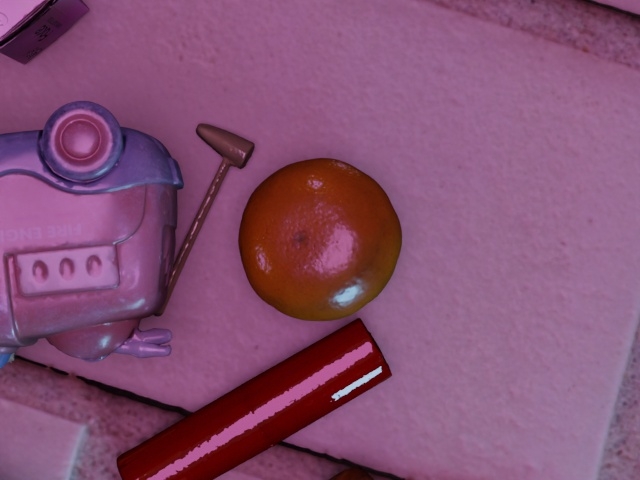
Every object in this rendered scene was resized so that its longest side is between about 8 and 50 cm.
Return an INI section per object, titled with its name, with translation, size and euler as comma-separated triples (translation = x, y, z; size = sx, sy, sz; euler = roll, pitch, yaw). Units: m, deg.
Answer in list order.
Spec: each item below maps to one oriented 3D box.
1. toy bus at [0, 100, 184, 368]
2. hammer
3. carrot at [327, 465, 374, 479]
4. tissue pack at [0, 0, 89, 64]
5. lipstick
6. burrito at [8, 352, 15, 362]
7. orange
[toy bus]
translation = -0.268, 0.004, 1.486
size = 0.294, 0.197, 0.231
euler = -6, 87, -2
[hammer]
translation = -0.131, -0.019, 1.580
size = 0.060, 0.028, 0.195
euler = 25, 92, 4
[carrot]
translation = 0.059, 0.366, 1.518
size = 0.196, 0.196, 0.254
euler = -42, 98, 0
[tissue pack]
translation = -0.336, -0.288, 1.513
size = 0.092, 0.148, 0.246
euler = -41, 89, 1
[lipstick]
translation = -0.065, 0.171, 1.561
size = 0.280, 0.073, 0.073
euler = -30, 91, 0
[burrito]
translation = -0.407, 0.114, 1.568
size = 0.229, 0.063, 0.058
euler = -14, 51, -7
[orange]
translation = 0.000, 0.000, 1.533
size = 0.156, 0.124, 0.156
euler = -1, 86, 16
